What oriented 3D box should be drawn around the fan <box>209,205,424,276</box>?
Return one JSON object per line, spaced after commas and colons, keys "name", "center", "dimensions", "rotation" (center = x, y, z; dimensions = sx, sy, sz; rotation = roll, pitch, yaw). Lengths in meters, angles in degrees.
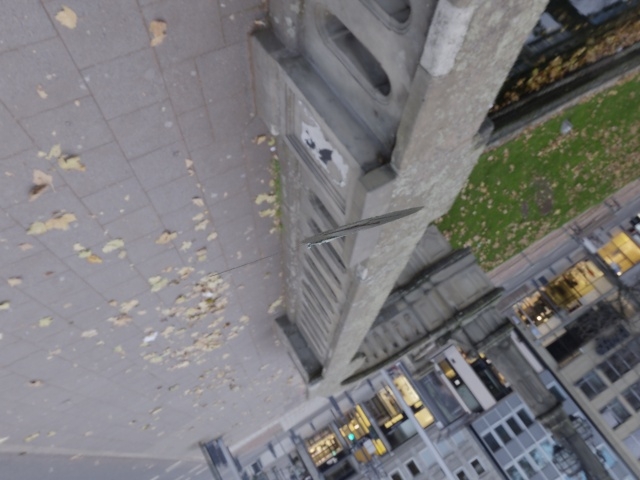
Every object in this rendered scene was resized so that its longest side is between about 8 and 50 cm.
{"name": "fan", "center": [0.000, 0.001, 0.657], "dimensions": [0.329, 0.009, 0.191], "rotation": [-19, -174, -29]}
